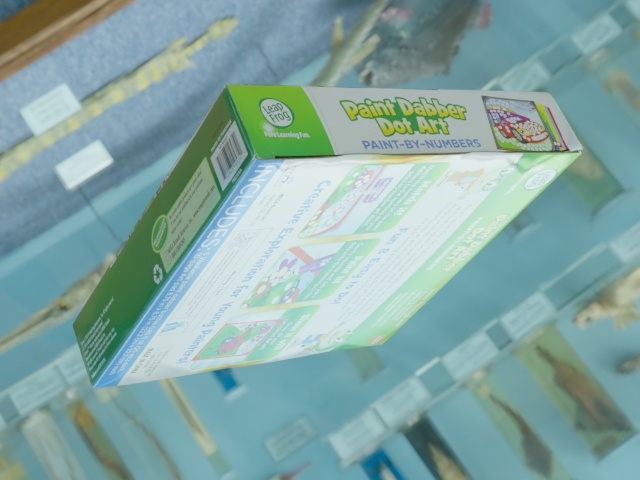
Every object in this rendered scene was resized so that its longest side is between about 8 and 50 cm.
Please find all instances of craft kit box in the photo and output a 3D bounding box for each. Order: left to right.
[{"bbox_3d":[0.000,0.000,0.726,0.247,0.061,0.250,-1,147,-36],"label":"craft kit box"}]
